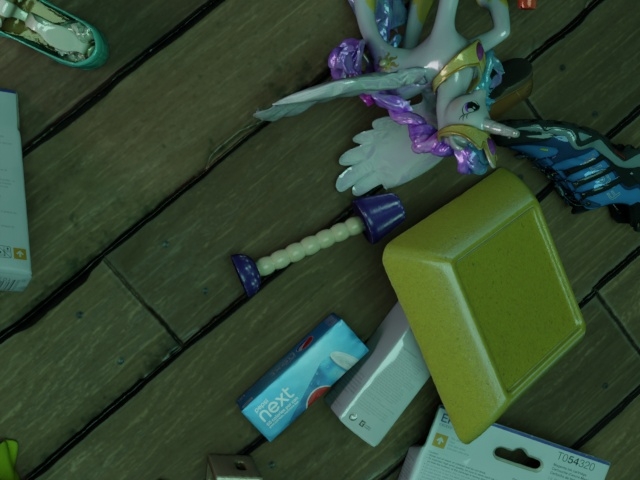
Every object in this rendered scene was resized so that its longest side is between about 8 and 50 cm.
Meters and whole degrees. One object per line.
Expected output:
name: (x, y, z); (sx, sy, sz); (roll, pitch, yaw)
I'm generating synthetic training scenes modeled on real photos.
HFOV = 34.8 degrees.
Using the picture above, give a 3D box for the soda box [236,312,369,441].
soda box: (-0.029, 0.211, 1.593); (0.210, 0.067, 0.071); (-42, 103, -5)

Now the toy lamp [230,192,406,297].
toy lamp: (0.000, 0.000, 1.575); (0.275, 0.080, 0.080); (-22, 100, -7)

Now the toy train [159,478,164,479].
toy train: (-0.271, 0.445, 1.585); (0.036, 0.027, 0.158); (28, 89, -25)

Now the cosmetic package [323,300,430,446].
cosmetic package: (0.113, 0.195, 1.600); (0.085, 0.117, 0.231); (40, 88, -14)

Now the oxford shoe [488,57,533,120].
oxford shoe: (0.243, -0.206, 1.614); (0.212, 0.076, 0.076); (-24, 141, 1)

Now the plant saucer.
plant saucer: (0.280, 0.089, 1.565); (0.333, 0.081, 0.332); (-32, 103, -38)

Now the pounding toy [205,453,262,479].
pounding toy: (-0.121, 0.410, 1.555); (0.100, 0.141, 0.130); (5, 95, -13)

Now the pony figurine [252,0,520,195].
pony figurine: (0.120, -0.237, 1.469); (0.303, 0.351, 0.363); (28, 57, -49)

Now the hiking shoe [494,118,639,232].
hiking shoe: (0.412, -0.110, 1.635); (0.304, 0.113, 0.132); (15, 91, -14)

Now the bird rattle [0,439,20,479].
bird rattle: (-0.511, 0.421, 1.504); (0.207, 0.143, 0.253); (0, 109, -1)

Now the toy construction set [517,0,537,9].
toy construction set: (0.269, -0.506, 1.554); (0.215, 0.151, 0.327); (-1, 85, -13)

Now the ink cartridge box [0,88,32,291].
ink cartridge box: (-0.548, -0.085, 1.358); (0.304, 0.072, 0.307); (6, 53, -31)

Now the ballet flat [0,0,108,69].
ballet flat: (-0.414, -0.316, 1.441); (0.247, 0.087, 0.083); (24, 91, -14)

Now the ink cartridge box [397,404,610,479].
ink cartridge box: (0.273, 0.463, 1.686); (0.324, 0.071, 0.330); (21, 90, -12)
